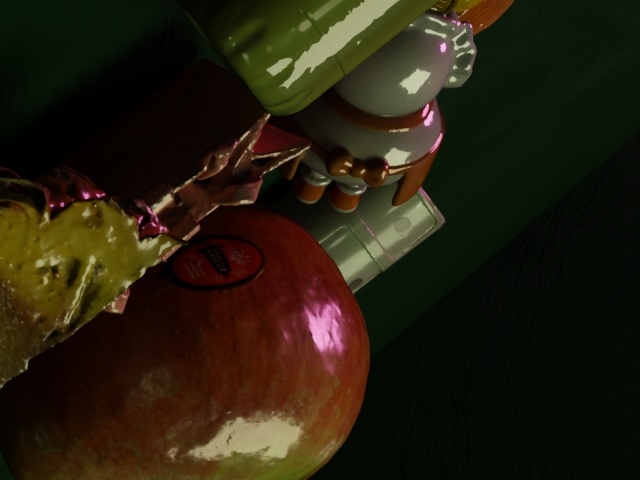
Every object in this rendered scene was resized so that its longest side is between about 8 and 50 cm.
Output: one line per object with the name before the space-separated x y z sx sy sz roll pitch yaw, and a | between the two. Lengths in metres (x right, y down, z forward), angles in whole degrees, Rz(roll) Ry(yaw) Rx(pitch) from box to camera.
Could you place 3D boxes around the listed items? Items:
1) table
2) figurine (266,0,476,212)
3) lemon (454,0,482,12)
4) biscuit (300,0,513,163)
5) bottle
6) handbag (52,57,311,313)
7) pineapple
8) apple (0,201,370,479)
table | 0.000 0.000 1.780 0.220 0.126 0.126 -37 171 0
figurine | 0.039 -0.113 1.386 0.143 0.143 0.271 -34 171 -24
lemon | 0.108 -0.209 1.386 0.083 0.062 0.062 -30 169 -8
biscuit | 0.071 -0.158 1.575 0.250 0.036 0.165 -42 170 -1
bottle | 0.042 -0.190 1.072 0.260 0.112 0.112 -39 171 -1
handbag | -0.122 -0.027 1.174 0.212 0.059 0.157 -37 -154 -11
pineapple | -0.228 -0.007 1.038 0.250 0.164 0.139 -37 -150 14
apple | -0.118 0.090 1.468 0.309 0.250 0.277 8 158 -42
